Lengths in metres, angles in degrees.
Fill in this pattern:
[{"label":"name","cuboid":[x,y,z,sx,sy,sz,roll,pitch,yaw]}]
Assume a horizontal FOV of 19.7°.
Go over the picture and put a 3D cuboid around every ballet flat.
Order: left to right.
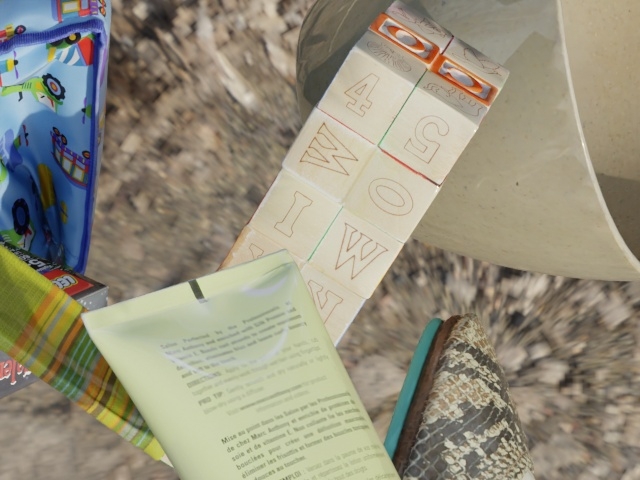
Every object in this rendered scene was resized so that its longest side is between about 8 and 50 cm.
[{"label":"ballet flat","cuboid":[0.055,0.278,1.125,0.182,0.164,0.483,22,66,16]}]

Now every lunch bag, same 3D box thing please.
[{"label":"lunch bag","cuboid":[-0.203,-0.107,1.313,0.138,0.293,0.221,-8,49,-2]}]

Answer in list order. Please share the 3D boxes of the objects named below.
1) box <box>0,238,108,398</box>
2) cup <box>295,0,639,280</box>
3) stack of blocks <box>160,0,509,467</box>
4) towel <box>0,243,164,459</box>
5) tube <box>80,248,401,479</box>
[{"label":"box","cuboid":[-0.257,0.054,1.047,0.159,0.233,0.044,20,118,30]},{"label":"cup","cuboid":[0.122,-0.122,1.384,0.237,0.331,0.331,-7,85,26]},{"label":"stack of blocks","cuboid":[0.000,0.000,1.158,0.087,0.171,0.297,32,114,0]},{"label":"towel","cuboid":[-0.161,0.016,0.877,0.237,0.102,0.021,37,99,-9]},{"label":"tube","cuboid":[0.008,0.114,0.647,0.062,0.070,0.240,-33,75,12]}]
